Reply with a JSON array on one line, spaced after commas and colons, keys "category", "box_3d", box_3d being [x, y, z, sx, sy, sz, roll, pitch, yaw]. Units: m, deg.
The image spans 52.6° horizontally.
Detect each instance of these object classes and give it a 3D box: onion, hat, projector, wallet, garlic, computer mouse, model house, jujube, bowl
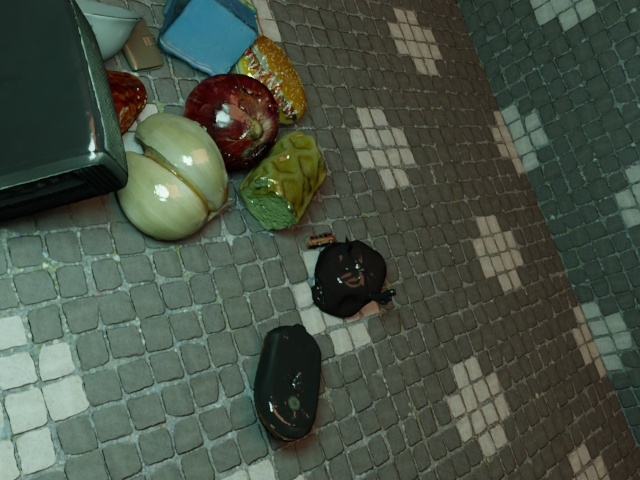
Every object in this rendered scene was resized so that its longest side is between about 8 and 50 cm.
[{"category": "onion", "box_3d": [-0.247, -0.330, 1.800, 0.276, 0.276, 0.276, 20, 58, -35]}, {"category": "hat", "box_3d": [0.141, 0.089, 1.981, 0.336, 0.209, 0.238, -19, 86, -45]}, {"category": "projector", "box_3d": [-0.626, -0.257, 1.302, 0.394, 0.242, 0.406, -16, 81, -6]}, {"category": "wallet", "box_3d": [-0.512, -0.549, 1.814, 0.118, 0.038, 0.153, -26, 92, -44]}, {"category": "garlic", "box_3d": [-0.377, -0.162, 1.656, 0.313, 0.286, 0.249, 54, 0, -16]}, {"category": "computer mouse", "box_3d": [-0.089, 0.373, 1.702, 0.183, 0.116, 0.323, 31, 44, -25]}, {"category": "model house", "box_3d": [-0.332, -0.672, 1.923, 0.237, 0.215, 0.303, 28, 38, -30]}, {"category": "jujube", "box_3d": [-0.543, -0.325, 1.568, 0.197, 0.197, 0.290, 54, 35, -8]}, {"category": "bowl", "box_3d": [-0.614, -0.503, 1.574, 0.345, 0.345, 0.157, -8, 119, -44]}]

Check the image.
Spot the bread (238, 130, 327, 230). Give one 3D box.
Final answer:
[{"category": "bread", "box_3d": [-0.105, -0.168, 1.876, 0.196, 0.238, 0.252, 40, 57, -18]}]

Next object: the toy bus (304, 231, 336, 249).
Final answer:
[{"category": "toy bus", "box_3d": [0.000, 0.000, 2.025, 0.110, 0.031, 0.043, -10, 71, -44]}]

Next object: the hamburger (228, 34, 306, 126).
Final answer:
[{"category": "hamburger", "box_3d": [-0.155, -0.502, 2.041, 0.295, 0.151, 0.227, 54, 42, -9]}]
